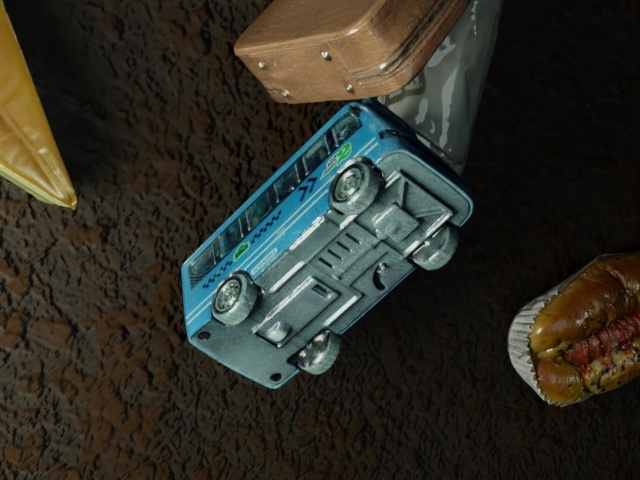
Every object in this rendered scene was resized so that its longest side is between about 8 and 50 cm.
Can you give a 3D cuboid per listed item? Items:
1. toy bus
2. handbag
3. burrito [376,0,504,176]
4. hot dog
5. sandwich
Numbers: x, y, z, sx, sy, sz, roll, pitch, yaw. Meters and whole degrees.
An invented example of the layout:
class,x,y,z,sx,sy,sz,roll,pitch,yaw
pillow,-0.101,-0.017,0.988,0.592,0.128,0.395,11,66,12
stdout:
class,x,y,z,sx,sy,sz,roll,pitch,yaw
toy bus,0.000,0.000,1.131,0.113,0.134,0.246,33,113,-33
handbag,0.028,-0.186,1.144,0.072,0.193,0.151,48,64,-25
burrito,0.126,-0.240,1.249,0.139,0.101,0.446,25,76,-73
hot dog,0.311,0.085,1.446,0.268,0.075,0.144,-18,109,-28
sandwich,-0.233,-0.112,1.043,0.163,0.079,0.113,36,78,-31
